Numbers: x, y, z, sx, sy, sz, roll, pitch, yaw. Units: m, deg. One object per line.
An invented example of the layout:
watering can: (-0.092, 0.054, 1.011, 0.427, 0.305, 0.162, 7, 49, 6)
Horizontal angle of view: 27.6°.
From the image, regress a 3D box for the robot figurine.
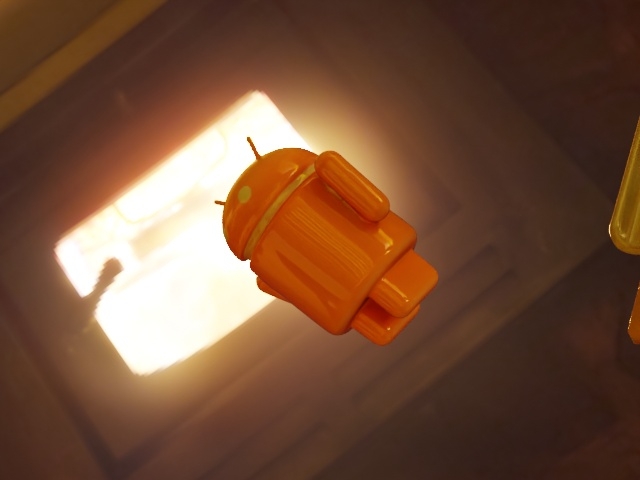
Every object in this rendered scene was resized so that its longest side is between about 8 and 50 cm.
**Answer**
robot figurine: (-0.001, 0.002, 1.203, 0.128, 0.219, 0.158, -50, 170, -8)

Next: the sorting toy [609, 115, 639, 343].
sorting toy: (0.367, -0.046, 1.125, 0.041, 0.229, 0.307, 55, 45, -39)
